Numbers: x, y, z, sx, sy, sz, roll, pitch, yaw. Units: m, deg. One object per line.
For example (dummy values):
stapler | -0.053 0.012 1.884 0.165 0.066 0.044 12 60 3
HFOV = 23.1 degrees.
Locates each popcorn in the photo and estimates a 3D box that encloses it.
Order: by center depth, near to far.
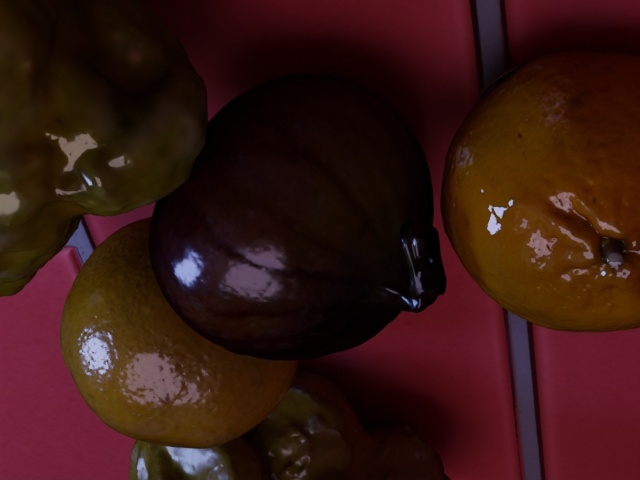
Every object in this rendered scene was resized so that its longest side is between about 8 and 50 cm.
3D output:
popcorn | -0.277 -0.108 1.100 0.334 0.294 0.292 37 157 -33

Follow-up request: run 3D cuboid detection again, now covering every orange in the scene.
orange | 0.197 -0.032 1.140 0.219 0.193 0.219 14 130 17

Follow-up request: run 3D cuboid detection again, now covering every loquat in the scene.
loquat | -0.118 0.078 1.355 0.208 0.208 0.208 8 142 7

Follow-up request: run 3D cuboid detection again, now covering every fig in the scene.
fig | -0.014 -0.006 1.193 0.214 0.235 0.235 51 139 7

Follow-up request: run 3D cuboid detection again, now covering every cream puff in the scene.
cream puff | -0.043 0.245 1.530 0.324 0.257 0.291 -24 179 -7
